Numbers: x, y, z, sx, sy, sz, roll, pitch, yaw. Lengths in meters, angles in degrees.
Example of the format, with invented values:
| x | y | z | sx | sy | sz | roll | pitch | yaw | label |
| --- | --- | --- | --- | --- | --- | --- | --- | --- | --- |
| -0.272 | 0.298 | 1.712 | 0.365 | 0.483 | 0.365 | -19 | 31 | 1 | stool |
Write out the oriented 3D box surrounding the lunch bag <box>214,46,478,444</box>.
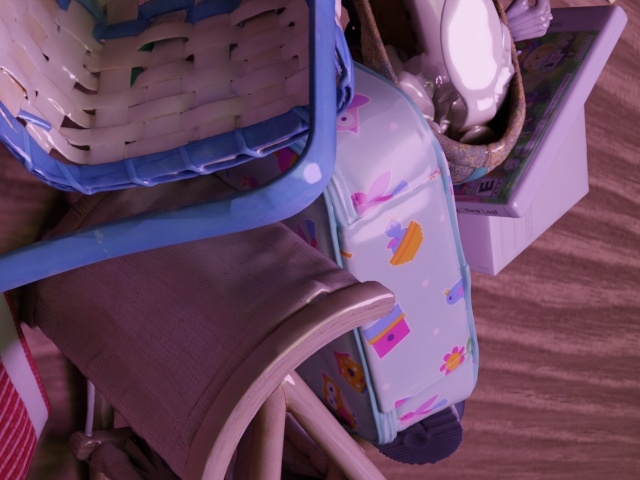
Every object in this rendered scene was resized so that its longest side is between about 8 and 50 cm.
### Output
| x | y | z | sx | sy | sz | roll | pitch | yaw | label |
| --- | --- | --- | --- | --- | --- | --- | --- | --- | --- |
| 0.000 | 0.000 | 1.049 | 0.108 | 0.224 | 0.279 | -30 | 128 | -23 | lunch bag |

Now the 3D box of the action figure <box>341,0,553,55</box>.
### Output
| x | y | z | sx | sy | sz | roll | pitch | yaw | label |
| --- | --- | --- | --- | --- | --- | --- | --- | --- | --- |
| 0.088 | -0.209 | 1.128 | 0.164 | 0.141 | 0.275 | 52 | 33 | -36 | action figure |

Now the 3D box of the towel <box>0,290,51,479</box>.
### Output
| x | y | z | sx | sy | sz | roll | pitch | yaw | label |
| --- | --- | --- | --- | --- | --- | --- | --- | --- | --- |
| -0.237 | 0.119 | 0.834 | 0.329 | 0.037 | 0.237 | -72 | 156 | -54 | towel |

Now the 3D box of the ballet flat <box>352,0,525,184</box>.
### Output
| x | y | z | sx | sy | sz | roll | pitch | yaw | label |
| --- | --- | --- | --- | --- | --- | --- | --- | --- | --- |
| 0.062 | -0.206 | 0.984 | 0.123 | 0.123 | 0.348 | -24 | 102 | -48 | ballet flat |

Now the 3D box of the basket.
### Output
| x | y | z | sx | sy | sz | roll | pitch | yaw | label |
| --- | --- | --- | --- | --- | --- | --- | --- | --- | --- |
| -0.099 | -0.103 | 0.843 | 0.289 | 0.255 | 0.201 | -80 | 149 | -42 | basket |

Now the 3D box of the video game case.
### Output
| x | y | z | sx | sy | sz | roll | pitch | yaw | label |
| --- | --- | --- | --- | --- | --- | --- | --- | --- | --- |
| 0.135 | -0.113 | 1.246 | 0.023 | 0.193 | 0.212 | 47 | 63 | -36 | video game case |

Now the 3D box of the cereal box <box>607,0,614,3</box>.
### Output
| x | y | z | sx | sy | sz | roll | pitch | yaw | label |
| --- | --- | --- | --- | --- | --- | --- | --- | --- | --- |
| 0.160 | -0.315 | 1.204 | 0.047 | 0.173 | 0.240 | -41 | 129 | 7 | cereal box |

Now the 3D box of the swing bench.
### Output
| x | y | z | sx | sy | sz | roll | pitch | yaw | label |
| --- | --- | --- | --- | --- | --- | --- | --- | --- | --- |
| -0.067 | 0.108 | 0.963 | 0.165 | 0.253 | 0.254 | -29 | 126 | -20 | swing bench |

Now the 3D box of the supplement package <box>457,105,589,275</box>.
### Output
| x | y | z | sx | sy | sz | roll | pitch | yaw | label |
| --- | --- | --- | --- | --- | --- | --- | --- | --- | --- |
| 0.161 | -0.061 | 1.374 | 0.179 | 0.105 | 0.105 | -36 | 128 | -41 | supplement package |

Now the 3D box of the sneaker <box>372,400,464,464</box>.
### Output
| x | y | z | sx | sy | sz | roll | pitch | yaw | label |
| --- | --- | --- | --- | --- | --- | --- | --- | --- | --- |
| 0.042 | 0.043 | 1.276 | 0.131 | 0.112 | 0.319 | -79 | 153 | -53 | sneaker |

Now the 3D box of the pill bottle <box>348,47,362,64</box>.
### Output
| x | y | z | sx | sy | sz | roll | pitch | yaw | label |
| --- | --- | --- | --- | --- | --- | --- | --- | --- | --- |
| 0.031 | -0.120 | 1.194 | 0.152 | 0.086 | 0.086 | -6 | 106 | -53 | pill bottle |
